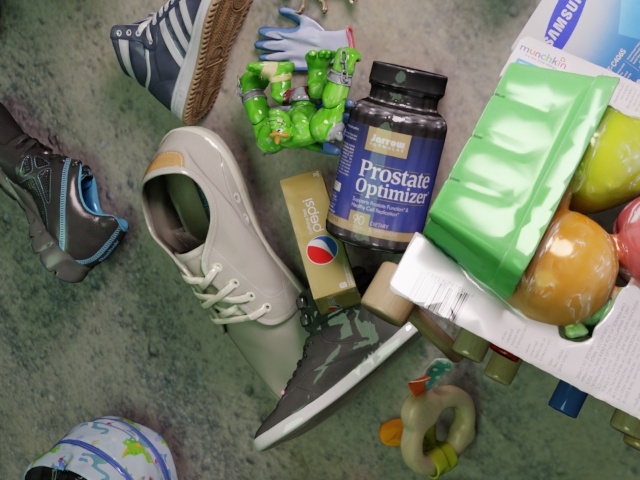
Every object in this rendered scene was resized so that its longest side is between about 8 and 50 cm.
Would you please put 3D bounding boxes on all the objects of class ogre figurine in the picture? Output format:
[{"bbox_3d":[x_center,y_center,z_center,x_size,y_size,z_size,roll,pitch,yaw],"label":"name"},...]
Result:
[{"bbox_3d":[-0.028,-0.175,1.357,0.197,0.097,0.118,-6,87,22],"label":"ogre figurine"}]

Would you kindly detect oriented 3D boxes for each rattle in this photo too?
[{"bbox_3d":[0.120,0.208,1.393,0.199,0.130,0.143,57,175,-40],"label":"rattle"}]

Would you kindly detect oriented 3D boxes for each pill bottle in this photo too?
[{"bbox_3d":[0.086,-0.103,1.300,0.123,0.123,0.219,18,104,28],"label":"pill bottle"}]

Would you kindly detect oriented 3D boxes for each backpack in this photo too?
[{"bbox_3d":[-0.359,0.469,1.763,0.290,0.273,0.355,12,135,33],"label":"backpack"}]

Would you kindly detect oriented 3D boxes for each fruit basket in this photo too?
[{"bbox_3d":[0.291,-0.005,1.051,0.353,0.327,0.165,28,162,3],"label":"fruit basket"}]

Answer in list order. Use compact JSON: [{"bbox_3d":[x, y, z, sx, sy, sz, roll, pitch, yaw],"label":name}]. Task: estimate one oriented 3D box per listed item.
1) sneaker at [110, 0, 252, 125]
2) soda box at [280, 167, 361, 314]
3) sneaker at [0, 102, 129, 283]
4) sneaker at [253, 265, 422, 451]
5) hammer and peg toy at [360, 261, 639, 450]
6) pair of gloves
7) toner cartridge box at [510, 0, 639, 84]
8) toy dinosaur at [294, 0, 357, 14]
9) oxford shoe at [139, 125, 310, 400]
[{"bbox_3d":[-0.190,-0.308,1.437,0.153,0.099,0.282,36,126,16],"label":"sneaker"},{"bbox_3d":[0.000,0.000,1.387,0.058,0.061,0.181,-18,64,2],"label":"soda box"},{"bbox_3d":[-0.432,-0.101,1.688,0.140,0.125,0.341,-37,81,10],"label":"sneaker"},{"bbox_3d":[-0.005,0.154,1.447,0.296,0.104,0.147,-42,75,10],"label":"sneaker"},{"bbox_3d":[0.246,0.108,1.213,0.361,0.266,0.127,24,84,26],"label":"hammer and peg toy"},{"bbox_3d":[-0.018,-0.210,1.405,0.159,0.023,0.198,4,110,33],"label":"pair of gloves"},{"bbox_3d":[0.360,-0.293,1.086,0.165,0.075,0.348,41,125,16],"label":"toner cartridge box"},{"bbox_3d":[-0.026,-0.352,1.352,0.183,0.053,0.092,44,110,4],"label":"toy dinosaur"},{"bbox_3d":[-0.126,0.058,1.496,0.169,0.130,0.449,-17,106,33],"label":"oxford shoe"}]
